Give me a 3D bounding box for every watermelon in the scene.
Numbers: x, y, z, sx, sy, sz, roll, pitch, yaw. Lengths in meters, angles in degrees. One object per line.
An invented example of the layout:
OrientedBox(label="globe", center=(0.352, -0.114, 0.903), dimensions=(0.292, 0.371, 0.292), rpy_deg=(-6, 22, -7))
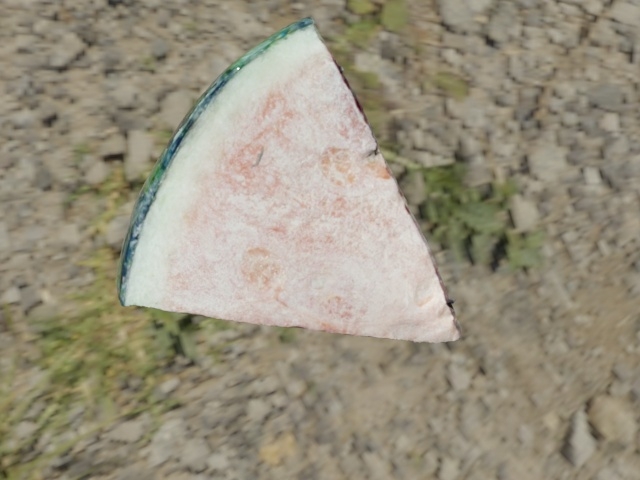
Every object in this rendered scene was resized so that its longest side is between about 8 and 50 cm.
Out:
OrientedBox(label="watermelon", center=(-0.043, 0.000, 1.624), dimensions=(0.250, 0.283, 0.293), rpy_deg=(-25, 77, 5))
